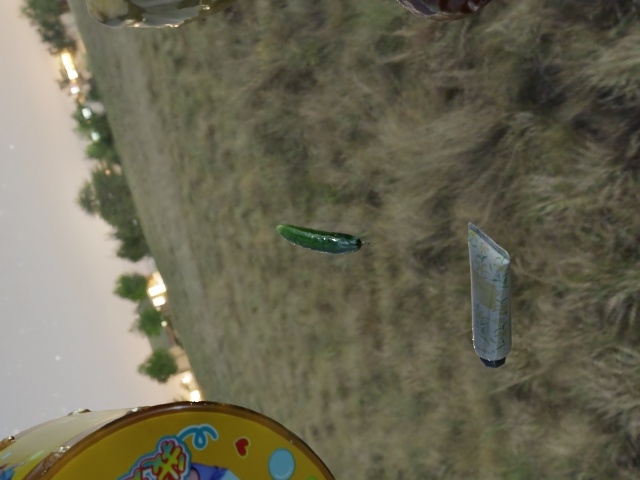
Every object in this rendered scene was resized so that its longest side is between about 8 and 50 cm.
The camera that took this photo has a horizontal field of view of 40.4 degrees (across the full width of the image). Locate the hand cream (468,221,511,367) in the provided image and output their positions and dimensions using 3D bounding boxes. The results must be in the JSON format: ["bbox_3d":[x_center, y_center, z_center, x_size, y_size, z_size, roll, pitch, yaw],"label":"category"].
[{"bbox_3d":[0.182,0.067,0.936,0.067,0.042,0.194,52,163,45],"label":"hand cream"}]

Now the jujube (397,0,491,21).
[{"bbox_3d":[0.159,-0.491,1.419,0.342,0.216,0.216,-126,19,-49],"label":"jujube"}]

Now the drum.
[{"bbox_3d":[-0.172,0.363,0.816,0.214,0.431,0.431,-16,95,50],"label":"drum"}]

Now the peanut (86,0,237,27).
[{"bbox_3d":[-0.108,-0.326,0.916,0.153,0.325,0.140,66,-176,26],"label":"peanut"}]

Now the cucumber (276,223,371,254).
[{"bbox_3d":[0.000,0.000,1.411,0.168,0.039,0.039,11,136,22],"label":"cucumber"}]
